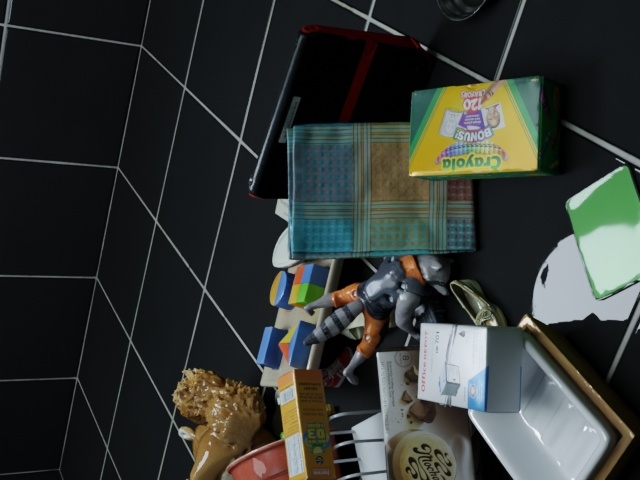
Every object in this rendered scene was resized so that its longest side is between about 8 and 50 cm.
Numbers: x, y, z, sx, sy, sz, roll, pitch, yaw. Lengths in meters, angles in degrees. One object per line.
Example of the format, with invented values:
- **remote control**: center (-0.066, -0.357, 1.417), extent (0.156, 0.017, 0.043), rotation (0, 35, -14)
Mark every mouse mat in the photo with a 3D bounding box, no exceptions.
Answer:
- **mouse mat**: center (0.475, -0.012, 1.515), extent (0.153, 0.007, 0.189), rotation (-40, 55, 51)

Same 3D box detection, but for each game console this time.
- **game console**: center (0.041, -0.253, 1.938), extent (0.060, 0.342, 0.386), rotation (50, 130, 44)

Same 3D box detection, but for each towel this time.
- **towel**: center (0.116, -0.101, 1.820), extent (0.040, 0.371, 0.271), rotation (53, -144, -84)

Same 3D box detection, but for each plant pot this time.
- **plant pot**: center (-0.046, 0.605, 2.123), extent (0.272, 0.273, 0.265), rotation (-46, 58, 48)

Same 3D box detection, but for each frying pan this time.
- **frying pan**: center (0.264, -0.550, 1.869), extent (0.326, 0.053, 0.197), rotation (38, 120, 56)

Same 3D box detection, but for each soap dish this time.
- **soap dish**: center (0.387, 0.298, 1.529), extent (0.291, 0.118, 0.228), rotation (55, 133, 46)

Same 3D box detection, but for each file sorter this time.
- **file sorter**: center (0.086, 0.510, 1.968), extent (0.193, 0.173, 0.277), rotation (-41, 53, 50)

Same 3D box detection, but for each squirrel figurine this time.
- **squirrel figurine**: center (-0.249, 0.524, 2.463), extent (0.370, 0.281, 0.396), rotation (-158, 63, -73)

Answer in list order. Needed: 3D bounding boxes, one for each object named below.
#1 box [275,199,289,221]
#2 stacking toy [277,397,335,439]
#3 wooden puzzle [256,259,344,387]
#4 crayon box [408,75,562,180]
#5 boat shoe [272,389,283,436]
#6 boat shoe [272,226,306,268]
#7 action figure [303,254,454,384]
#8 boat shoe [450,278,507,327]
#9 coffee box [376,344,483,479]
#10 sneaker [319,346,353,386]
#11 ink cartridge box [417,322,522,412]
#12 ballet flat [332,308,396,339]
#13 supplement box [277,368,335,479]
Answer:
- **box**: center (-0.026, -0.179, 2.285), extent (0.113, 0.094, 0.275), rotation (31, 114, 55)
- **stacking toy**: center (-0.060, 0.383, 2.304), extent (0.221, 0.052, 0.166), rotation (-38, 58, 41)
- **wooden puzzle**: center (-0.065, 0.189, 2.216), extent (0.348, 0.081, 0.322), rotation (158, 127, -67)
- **crayon box**: center (0.295, -0.197, 1.685), extent (0.279, 0.081, 0.165), rotation (0, 87, 42)
- **boat shoe**: center (-0.097, 0.445, 2.411), extent (0.046, 0.038, 0.125), rotation (3, 91, 41)
- **boat shoe**: center (0.000, 0.000, 2.194), extent (0.319, 0.099, 0.116), rotation (-32, 45, 46)
- **action figure**: center (0.143, 0.152, 1.871), extent (0.330, 0.179, 0.341), rotation (-42, 54, 20)
- **boat shoe**: center (0.299, 0.130, 1.758), extent (0.056, 0.048, 0.153), rotation (-64, 38, 34)
- **coffee box**: center (0.208, 0.345, 1.740), extent (0.168, 0.119, 0.297), rotation (-5, 86, 17)
- **sneaker**: center (0.031, 0.299, 2.178), extent (0.042, 0.067, 0.118), rotation (54, 132, 46)
- **ink cartridge box**: center (0.251, 0.212, 1.573), extent (0.191, 0.082, 0.139), rotation (-5, 81, 60)
- **ballet flat**: center (0.092, 0.184, 2.083), extent (0.248, 0.086, 0.086), rotation (-23, 68, 56)
- **supplement box**: center (-0.029, 0.389, 1.931), extent (0.080, 0.078, 0.233), rotation (-35, 56, 50)
